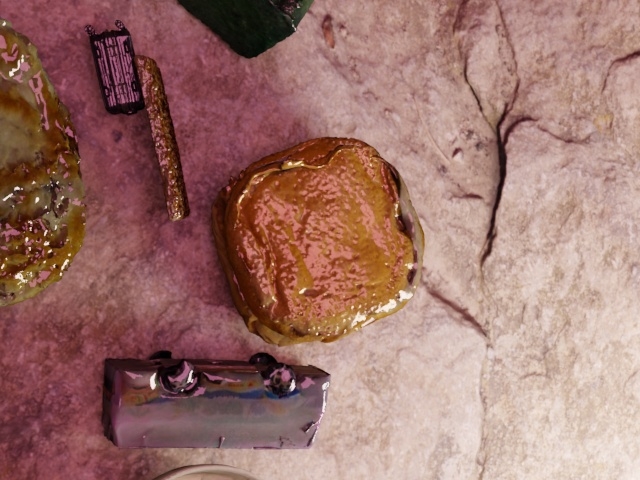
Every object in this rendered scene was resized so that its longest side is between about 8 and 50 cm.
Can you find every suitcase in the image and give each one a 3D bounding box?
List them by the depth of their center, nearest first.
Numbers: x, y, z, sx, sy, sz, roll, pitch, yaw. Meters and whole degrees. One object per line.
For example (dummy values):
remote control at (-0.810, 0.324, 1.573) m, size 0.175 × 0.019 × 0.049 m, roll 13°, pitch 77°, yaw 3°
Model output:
suitcase at (-0.282, -0.236, 1.566) m, size 0.059 × 0.086 × 0.126 m, roll -12°, pitch 93°, yaw -5°

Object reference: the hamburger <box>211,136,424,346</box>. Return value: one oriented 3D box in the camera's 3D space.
hamburger at (0.000, 0.000, 1.628) m, size 0.319 × 0.158 × 0.318 m, roll 0°, pitch 90°, yaw -19°

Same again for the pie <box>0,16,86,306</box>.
pie at (-0.494, -0.101, 1.424) m, size 0.395 × 0.180 × 0.418 m, roll -27°, pitch 106°, yaw -20°

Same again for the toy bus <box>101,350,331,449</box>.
toy bus at (-0.146, 0.229, 1.602) m, size 0.317 × 0.112 × 0.138 m, roll 5°, pitch 92°, yaw -19°

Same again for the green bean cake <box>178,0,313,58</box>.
green bean cake at (-0.113, -0.361, 1.567) m, size 0.193 × 0.208 × 0.107 m, roll 40°, pitch 74°, yaw -17°

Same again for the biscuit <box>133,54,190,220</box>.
biscuit at (-0.216, -0.142, 1.568) m, size 0.025 × 0.131 × 0.231 m, roll -12°, pitch 95°, yaw 0°

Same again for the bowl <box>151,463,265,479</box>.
bowl at (-0.173, 0.437, 1.569) m, size 0.277 × 0.145 × 0.277 m, roll 0°, pitch 91°, yaw -21°
